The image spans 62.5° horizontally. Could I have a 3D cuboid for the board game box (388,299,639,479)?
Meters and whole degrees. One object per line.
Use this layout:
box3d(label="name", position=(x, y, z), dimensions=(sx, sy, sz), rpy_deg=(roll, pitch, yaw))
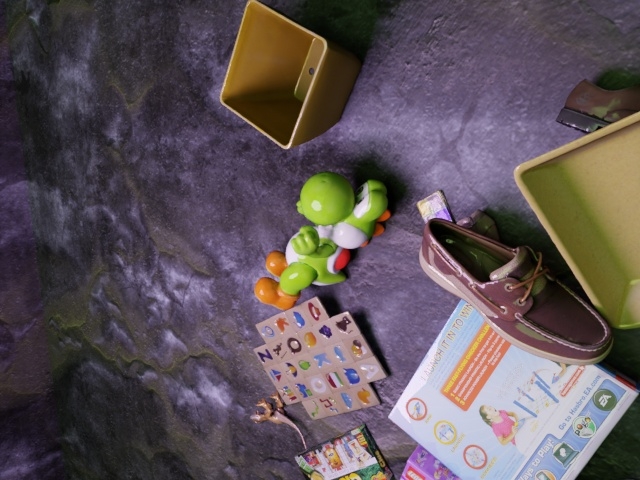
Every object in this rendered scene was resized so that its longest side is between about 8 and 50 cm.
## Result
box3d(label="board game box", position=(0.325, 0.285, 0.933), dimensions=(0.301, 0.086, 0.308), rpy_deg=(36, 105, 27))

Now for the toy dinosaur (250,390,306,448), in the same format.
box3d(label="toy dinosaur", position=(-0.108, 0.461, 1.388), dimensions=(0.211, 0.064, 0.112), rpy_deg=(-3, 117, 48))

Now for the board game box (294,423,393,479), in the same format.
box3d(label="board game box", position=(0.050, 0.553, 1.294), dimensions=(0.259, 0.030, 0.136), rpy_deg=(-40, 77, 37))

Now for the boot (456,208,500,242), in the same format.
box3d(label="boot", position=(0.281, 0.002, 0.985), dimensions=(0.118, 0.042, 0.087), rpy_deg=(-42, 68, 35))

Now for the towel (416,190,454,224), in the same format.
box3d(label="towel", position=(0.226, -0.049, 1.031), dimensions=(0.060, 0.009, 0.083), rpy_deg=(-25, 84, 38))

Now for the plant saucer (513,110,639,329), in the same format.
box3d(label="plant saucer", position=(0.494, -0.052, 0.714), dimensions=(0.332, 0.081, 0.333), rpy_deg=(-25, 112, 39))

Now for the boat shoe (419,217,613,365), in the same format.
box3d(label="boat shoe", position=(0.307, 0.068, 0.852), dimensions=(0.342, 0.123, 0.123), rpy_deg=(38, 159, 29))

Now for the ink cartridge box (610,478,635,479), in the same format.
box3d(label="ink cartridge box", position=(0.444, 0.490, 0.856), dimensions=(0.153, 0.208, 0.087), rpy_deg=(-30, 84, 39))

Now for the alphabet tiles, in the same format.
box3d(label="alphabet tiles", position=(-0.012, 0.289, 1.258), dimensions=(0.342, 0.011, 0.285), rpy_deg=(-29, 93, 39))

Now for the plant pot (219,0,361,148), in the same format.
box3d(label="plant pot", position=(-0.043, -0.328, 1.066), dimensions=(0.212, 0.187, 0.212), rpy_deg=(39, 120, 26))

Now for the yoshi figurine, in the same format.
box3d(label="yoshi figurine", position=(-0.020, -0.020, 1.120), dimensions=(0.362, 0.202, 0.204), rpy_deg=(-45, 66, 33))

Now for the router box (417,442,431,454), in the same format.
box3d(label="router box", position=(0.269, 0.369, 1.068), dimensions=(0.133, 0.046, 0.179), rpy_deg=(10, 106, 36))

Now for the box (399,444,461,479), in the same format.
box3d(label="box", position=(0.287, 0.576, 1.065), dimensions=(0.293, 0.057, 0.201), rpy_deg=(30, 128, 26))

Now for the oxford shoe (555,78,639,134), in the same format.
box3d(label="oxford shoe", position=(0.472, -0.180, 0.765), dimensions=(0.227, 0.082, 0.096), rpy_deg=(29, 107, 26))
